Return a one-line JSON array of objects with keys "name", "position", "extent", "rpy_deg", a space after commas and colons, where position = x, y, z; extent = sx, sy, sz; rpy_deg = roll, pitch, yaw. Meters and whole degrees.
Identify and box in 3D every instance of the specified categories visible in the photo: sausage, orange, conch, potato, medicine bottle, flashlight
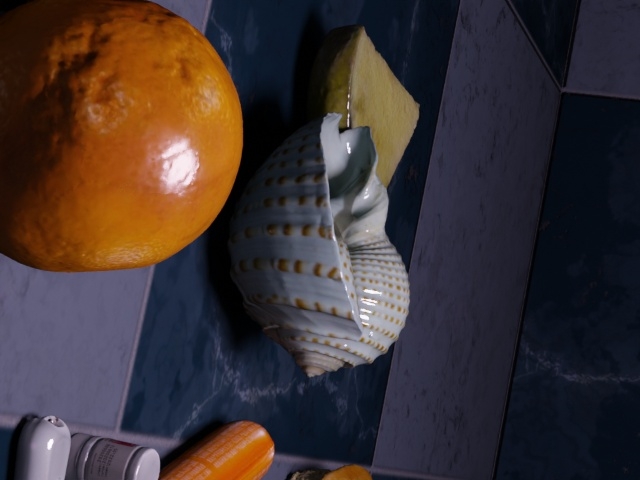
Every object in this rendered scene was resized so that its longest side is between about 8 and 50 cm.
[{"name": "sausage", "position": [-0.137, 0.295, 1.771], "extent": [0.312, 0.093, 0.093], "rpy_deg": [-30, 126, -65]}, {"name": "orange", "position": [-0.195, -0.088, 1.228], "extent": [0.261, 0.261, 0.261], "rpy_deg": [9, 90, -69]}, {"name": "conch", "position": [-0.015, 0.008, 1.825], "extent": [0.303, 0.215, 0.319], "rpy_deg": [45, 32, -66]}, {"name": "potato", "position": [0.038, -0.198, 2.019], "extent": [0.255, 0.112, 0.269], "rpy_deg": [73, 29, -42]}, {"name": "medicine bottle", "position": [-0.223, 0.241, 1.519], "extent": [0.058, 0.091, 0.058], "rpy_deg": [9, 90, -70]}, {"name": "flashlight", "position": [-0.284, 0.275, 1.435], "extent": [0.093, 0.047, 0.201], "rpy_deg": [6, 93, -69]}]

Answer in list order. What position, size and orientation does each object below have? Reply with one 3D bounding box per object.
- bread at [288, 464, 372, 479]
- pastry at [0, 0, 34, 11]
[{"name": "bread", "position": [0.005, 0.457, 2.171], "extent": [0.174, 0.121, 0.246], "rpy_deg": [9, 92, -71]}, {"name": "pastry", "position": [-0.246, -0.292, 1.221], "extent": [0.188, 0.103, 0.189], "rpy_deg": [3, 90, -67]}]
